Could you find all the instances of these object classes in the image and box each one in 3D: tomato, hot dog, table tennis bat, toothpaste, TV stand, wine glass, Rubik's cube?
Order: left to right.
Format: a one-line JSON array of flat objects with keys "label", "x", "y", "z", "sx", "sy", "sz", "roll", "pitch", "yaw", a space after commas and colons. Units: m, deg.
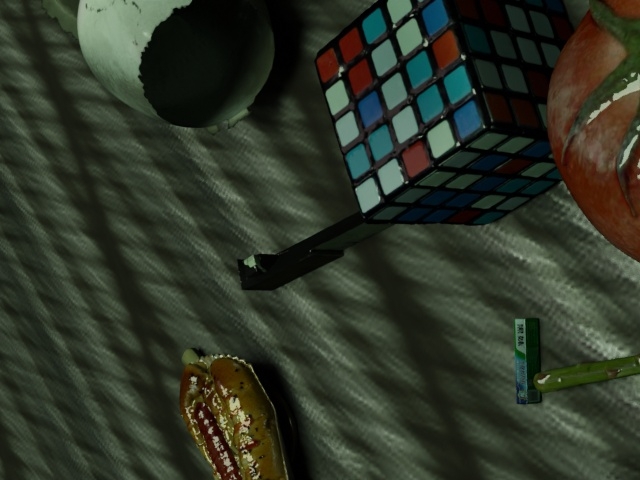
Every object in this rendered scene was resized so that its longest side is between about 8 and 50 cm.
[{"label": "wine glass", "x": -0.198, "y": -0.278, "z": 1.577, "sx": 0.323, "sy": 0.238, "sz": 0.238, "roll": 51, "pitch": 126, "yaw": 47}, {"label": "table tennis bat", "x": -0.104, "y": 0.211, "z": 1.610, "sx": 0.234, "sy": 0.022, "sz": 0.131, "roll": 42, "pitch": 120, "yaw": 39}, {"label": "hot dog", "x": -0.092, "y": 0.248, "z": 1.537, "sx": 0.131, "sy": 0.069, "sz": 0.252, "roll": -40, "pitch": 64, "yaw": 37}, {"label": "TV stand", "x": 0.000, "y": 0.000, "z": 1.473, "sx": 0.256, "sy": 0.049, "sz": 0.040, "roll": -27, "pitch": 68, "yaw": 45}, {"label": "Rubik's cube", "x": 0.132, "y": -0.133, "z": 1.223, "sx": 0.182, "sy": 0.184, "sz": 0.187, "roll": -36, "pitch": 64, "yaw": 42}, {"label": "toothpaste", "x": 0.201, "y": 0.117, "z": 1.261, "sx": 0.017, "sy": 0.020, "sz": 0.083, "roll": -6, "pitch": 85, "yaw": 53}, {"label": "tomato", "x": 0.309, "y": -0.093, "z": 0.979, "sx": 0.265, "sy": 0.265, "sz": 0.265, "roll": -2, "pitch": 88, "yaw": 49}]

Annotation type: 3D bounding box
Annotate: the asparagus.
[{"label": "asparagus", "x": 0.291, "y": 0.111, "z": 1.155, "sx": 0.248, "sy": 0.024, "sz": 0.025, "roll": -16, "pitch": 83, "yaw": 46}]
